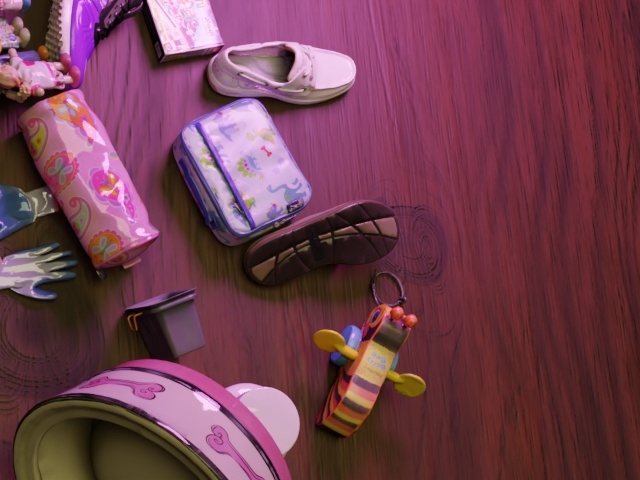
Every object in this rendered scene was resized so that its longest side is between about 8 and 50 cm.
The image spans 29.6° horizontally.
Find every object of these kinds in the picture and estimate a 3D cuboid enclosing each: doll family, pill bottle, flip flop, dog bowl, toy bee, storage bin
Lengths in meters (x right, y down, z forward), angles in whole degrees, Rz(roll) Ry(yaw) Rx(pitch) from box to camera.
[{"bbox_3d":[-0.498,-0.283,1.846,0.163,0.118,0.263,-14,60,-45],"label":"doll family"},{"bbox_3d":[-0.124,0.284,1.780,0.136,0.245,0.136,8,71,-23],"label":"pill bottle"},{"bbox_3d":[0.000,0.000,2.023,0.277,0.080,0.112,-18,110,-13],"label":"flip flop"},{"bbox_3d":[-0.214,0.340,1.655,0.408,0.408,0.150,49,42,-4],"label":"dog bowl"},{"bbox_3d":[0.082,0.166,1.962,0.195,0.162,0.298,9,71,-20],"label":"toy bee"},{"bbox_3d":[-0.236,0.132,1.848,0.098,0.135,0.091,-21,93,-28],"label":"storage bin"}]

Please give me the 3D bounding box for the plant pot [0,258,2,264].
[{"bbox_3d":[-0.522,0.023,1.752,0.109,0.109,0.096,-46,105,-11],"label":"plant pot"}]

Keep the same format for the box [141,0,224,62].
[{"bbox_3d":[-0.250,-0.411,2.058,0.114,0.036,0.207,-15,81,-28],"label":"box"}]

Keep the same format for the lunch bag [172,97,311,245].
[{"bbox_3d":[-0.132,-0.110,1.991,0.176,0.090,0.219,-25,84,-26],"label":"lunch bag"}]

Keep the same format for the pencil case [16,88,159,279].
[{"bbox_3d":[-0.355,-0.090,1.864,0.124,0.124,0.284,-29,87,-29],"label":"pencil case"}]

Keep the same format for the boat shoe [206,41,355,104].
[{"bbox_3d":[-0.051,-0.294,2.078,0.277,0.096,0.098,-6,76,-26],"label":"boat shoe"}]

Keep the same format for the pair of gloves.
[{"bbox_3d":[-0.458,0.002,1.843,0.159,0.023,0.198,-14,80,-27],"label":"pair of gloves"}]

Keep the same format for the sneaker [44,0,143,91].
[{"bbox_3d":[-0.359,-0.376,1.959,0.146,0.102,0.293,8,71,-23],"label":"sneaker"}]
